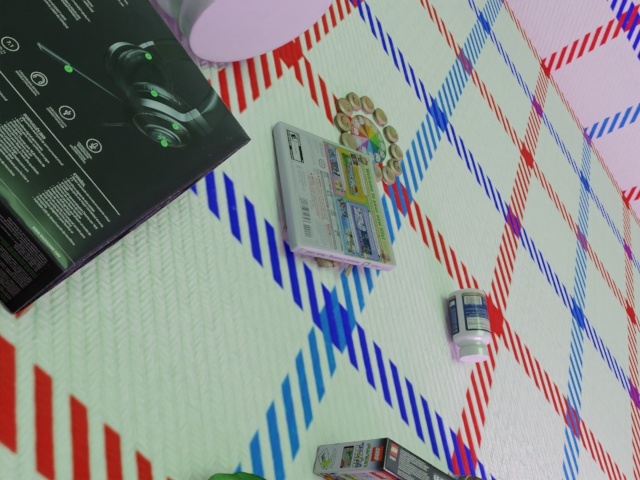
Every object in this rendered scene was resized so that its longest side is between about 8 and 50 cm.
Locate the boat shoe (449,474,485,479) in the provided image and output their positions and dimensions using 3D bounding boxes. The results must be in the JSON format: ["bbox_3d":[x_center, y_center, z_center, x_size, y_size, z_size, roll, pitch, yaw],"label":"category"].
[{"bbox_3d":[0.224,0.434,0.766,0.066,0.066,0.183,12,62,-43],"label":"boat shoe"}]

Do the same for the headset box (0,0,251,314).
[{"bbox_3d":[-0.237,-0.122,0.509,0.246,0.131,0.283,53,42,-13],"label":"headset box"}]

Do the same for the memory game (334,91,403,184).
[{"bbox_3d":[0.093,-0.189,0.986,0.186,0.012,0.186,23,56,-38],"label":"memory game"}]

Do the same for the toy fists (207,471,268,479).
[{"bbox_3d":[-0.078,0.353,0.469,0.142,0.096,0.279,34,46,-44],"label":"toy fists"}]

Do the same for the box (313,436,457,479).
[{"bbox_3d":[0.104,0.306,0.667,0.207,0.114,0.036,39,47,-27],"label":"box"}]

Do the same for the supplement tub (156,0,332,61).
[{"bbox_3d":[-0.137,-0.432,0.691,0.241,0.241,0.331,-20,86,-50],"label":"supplement tub"}]

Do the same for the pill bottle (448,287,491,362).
[{"bbox_3d":[0.266,0.151,0.954,0.067,0.067,0.120,24,55,-37],"label":"pill bottle"}]

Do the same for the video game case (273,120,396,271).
[{"bbox_3d":[0.022,-0.064,0.815,0.193,0.023,0.212,13,55,-38],"label":"video game case"}]

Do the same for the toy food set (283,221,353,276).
[{"bbox_3d":[0.000,0.000,0.788,0.122,0.019,0.078,42,45,-15],"label":"toy food set"}]
